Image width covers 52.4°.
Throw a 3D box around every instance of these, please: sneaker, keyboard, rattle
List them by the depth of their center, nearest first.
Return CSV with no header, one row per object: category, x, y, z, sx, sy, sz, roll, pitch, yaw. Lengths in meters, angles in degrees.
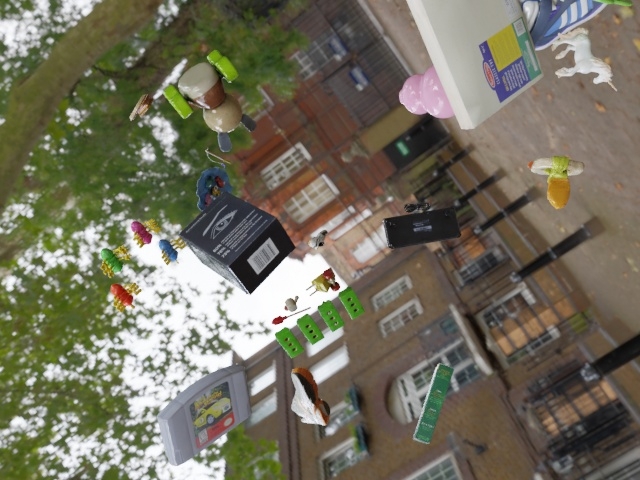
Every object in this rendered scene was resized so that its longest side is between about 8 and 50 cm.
keyboard,0.244,-0.042,1.582,0.023,0.180,0.108,87,173,-74
sneaker,0.586,-0.615,1.624,0.236,0.322,0.130,1,-123,-47
rattle,0.622,-0.156,1.768,0.199,0.130,0.143,175,87,-74
sneaker,0.000,0.000,1.877,0.037,0.032,0.083,39,-133,11
sneaker,-0.065,0.569,2.335,0.099,0.121,0.263,-65,-43,-55

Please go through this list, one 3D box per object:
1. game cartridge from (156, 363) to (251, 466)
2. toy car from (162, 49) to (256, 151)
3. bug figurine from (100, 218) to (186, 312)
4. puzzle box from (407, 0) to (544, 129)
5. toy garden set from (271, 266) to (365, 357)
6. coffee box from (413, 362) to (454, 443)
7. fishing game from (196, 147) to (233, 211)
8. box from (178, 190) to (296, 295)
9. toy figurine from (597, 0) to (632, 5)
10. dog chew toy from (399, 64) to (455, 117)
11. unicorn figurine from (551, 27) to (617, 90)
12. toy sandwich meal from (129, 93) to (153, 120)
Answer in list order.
game cartridge,-0.322,0.484,1.855,0.060,0.294,0.196,13,121,42
toy car,-0.228,-0.298,1.459,0.188,0.155,0.149,53,178,-35
bug figurine,-0.524,0.060,1.870,0.072,0.279,0.216,19,145,37
puzzle box,0.362,-0.505,1.538,0.052,0.272,0.409,13,135,60
toy garden set,-0.023,0.187,1.761,0.049,0.244,0.204,56,177,46
coffee box,0.268,0.391,1.554,0.040,0.184,0.113,19,166,11
fishing game,-0.324,-0.142,2.057,0.189,0.041,0.264,30,-116,-59
box,-0.186,0.001,1.437,0.207,0.153,0.108,28,158,44
toy figurine,0.567,-0.549,1.251,0.130,0.159,0.173,27,-147,19
dog chew toy,0.415,-0.484,2.093,0.206,0.331,0.207,13,-104,-62
unicorn figurine,0.577,-0.397,1.437,0.060,0.111,0.162,-7,-94,-60
toy sandwich meal,-0.449,-0.332,1.635,0.029,0.086,0.086,30,-160,-19
